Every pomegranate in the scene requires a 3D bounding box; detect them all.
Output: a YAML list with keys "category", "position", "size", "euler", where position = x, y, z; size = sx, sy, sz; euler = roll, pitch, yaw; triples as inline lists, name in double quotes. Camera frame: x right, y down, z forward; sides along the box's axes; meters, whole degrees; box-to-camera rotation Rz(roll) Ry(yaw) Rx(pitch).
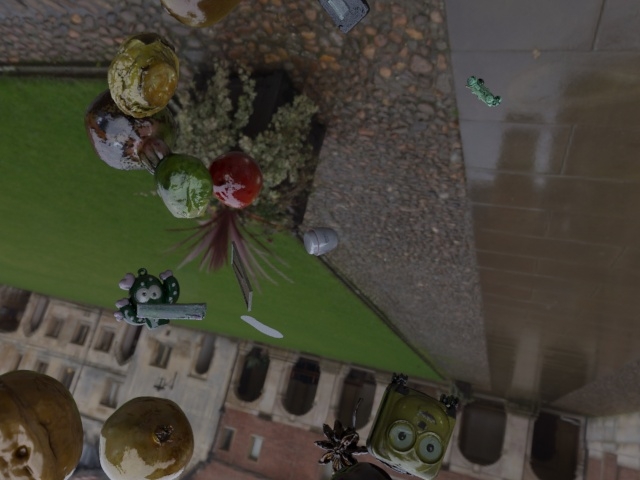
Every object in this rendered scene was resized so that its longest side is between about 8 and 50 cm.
- category: "pomegranate"
  position: [-0.570, -0.321, 1.605]
  size: [0.341, 0.285, 0.285]
  euler: [47, -179, 29]
- category: "pomegranate"
  position: [-0.562, 0.658, 1.686]
  size: [0.318, 0.319, 0.319]
  euler: [13, 164, 4]

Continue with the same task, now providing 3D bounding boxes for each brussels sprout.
- category: "brussels sprout"
  position: [-0.376, -0.154, 1.413]
  size: [0.161, 0.181, 0.144]
  euler: [7, -152, -11]

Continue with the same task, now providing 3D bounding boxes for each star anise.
- category: "star anise"
  position: [0.080, 0.578, 1.454]
  size: [0.073, 0.177, 0.234]
  euler: [4, 139, -47]

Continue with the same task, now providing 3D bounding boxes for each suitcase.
- category: "suitcase"
  position: [0.241, 0.491, 1.347]
  size: [0.193, 0.235, 0.143]
  euler: [24, 165, -1]

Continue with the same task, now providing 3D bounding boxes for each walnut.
- category: "walnut"
  position: [-0.498, 0.330, 0.849]
  size: [0.195, 0.222, 0.195]
  euler: [-18, -176, 1]

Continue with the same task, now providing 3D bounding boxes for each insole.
- category: "insole"
  position: [-0.245, 0.362, 2.151]
  size: [0.080, 0.003, 0.232]
  euler: [-17, 138, 37]

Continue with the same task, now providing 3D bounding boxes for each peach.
- category: "peach"
  position: [-0.277, -0.197, 1.649]
  size: [0.197, 0.198, 0.197]
  euler: [13, 164, 4]

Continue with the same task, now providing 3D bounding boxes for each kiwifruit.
- category: "kiwifruit"
  position: [-0.281, -0.620, 1.213]
  size: [0.196, 0.234, 0.196]
  euler: [50, 176, 4]

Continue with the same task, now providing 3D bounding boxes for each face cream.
- category: "face cream"
  position: [0.000, 0.000, 1.662]
  size: [0.095, 0.091, 0.091]
  euler: [-12, 173, -20]

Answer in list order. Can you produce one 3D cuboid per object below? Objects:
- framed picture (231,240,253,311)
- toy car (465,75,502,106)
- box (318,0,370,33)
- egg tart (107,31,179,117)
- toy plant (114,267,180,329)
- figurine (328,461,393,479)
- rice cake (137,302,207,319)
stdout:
- category: "framed picture"
  position: [-0.331, 0.151, 2.147]
  size: [0.016, 0.250, 0.184]
  euler: [-14, 149, -19]
- category: "toy car"
  position: [0.596, -0.543, 1.882]
  size: [0.073, 0.143, 0.054]
  euler: [-6, 143, -45]
- category: "box"
  position: [0.058, -0.609, 1.317]
  size: [0.126, 0.027, 0.125]
  euler: [50, 153, -12]
- category: "egg tart"
  position: [-0.472, -0.449, 1.420]
  size: [0.105, 0.241, 0.241]
  euler: [29, 173, 27]
- category: "toy plant"
  position: [-0.669, 0.223, 2.000]
  size: [0.232, 0.244, 0.112]
  euler: [11, 162, -26]
- category: "figurine"
  position: [0.141, 0.629, 1.056]
  size: [0.218, 0.206, 0.365]
  euler: [-9, -146, -43]
- category: "rice cake"
  position: [-0.392, 0.184, 1.339]
  size: [0.210, 0.043, 0.034]
  euler: [-2, 178, 18]
